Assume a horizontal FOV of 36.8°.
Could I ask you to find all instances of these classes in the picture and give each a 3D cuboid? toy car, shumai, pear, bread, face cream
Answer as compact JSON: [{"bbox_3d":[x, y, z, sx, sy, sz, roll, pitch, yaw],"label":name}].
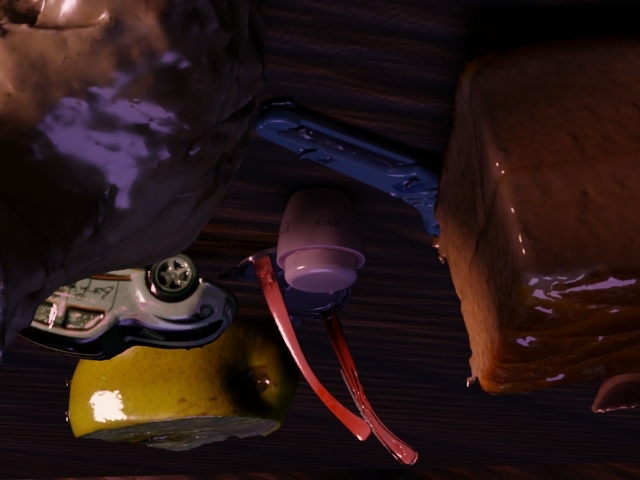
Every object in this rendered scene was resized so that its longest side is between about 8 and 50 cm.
[{"bbox_3d":[-0.251,0.073,1.089,0.306,0.125,0.136,13,159,3],"label":"toy car"},{"bbox_3d":[-0.181,-0.027,0.661,0.292,0.288,0.330,-2,157,0],"label":"shumai"},{"bbox_3d":[-0.173,0.193,1.381,0.282,0.176,0.286,-13,160,24],"label":"pear"},{"bbox_3d":[0.246,-0.015,0.773,0.279,0.207,0.279,-7,156,-5],"label":"bread"},{"bbox_3d":[0.000,0.000,0.996,0.091,0.095,0.091,-1,159,0],"label":"face cream"}]

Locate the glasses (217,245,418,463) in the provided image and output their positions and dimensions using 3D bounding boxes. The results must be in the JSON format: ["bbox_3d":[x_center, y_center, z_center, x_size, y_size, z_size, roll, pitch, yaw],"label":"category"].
[{"bbox_3d":[-0.003,0.144,1.147,0.118,0.268,0.234,-25,151,9],"label":"glasses"}]

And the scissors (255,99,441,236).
[{"bbox_3d":[0.100,-0.059,0.936,0.393,0.032,0.180,18,151,-38],"label":"scissors"}]

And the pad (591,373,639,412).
[{"bbox_3d":[0.404,0.055,0.954,0.220,0.330,0.004,-19,108,37],"label":"pad"}]
